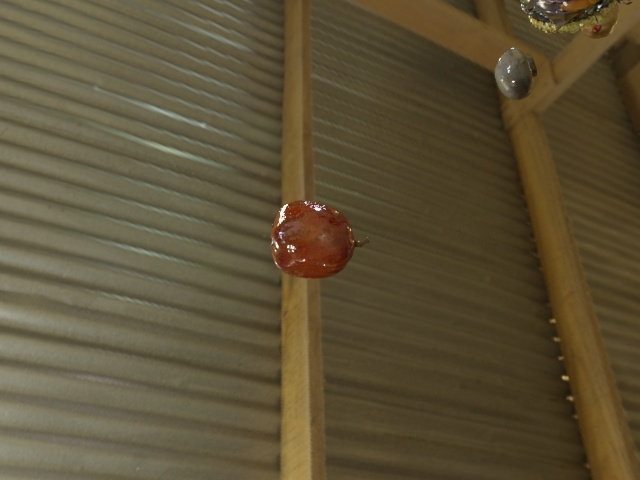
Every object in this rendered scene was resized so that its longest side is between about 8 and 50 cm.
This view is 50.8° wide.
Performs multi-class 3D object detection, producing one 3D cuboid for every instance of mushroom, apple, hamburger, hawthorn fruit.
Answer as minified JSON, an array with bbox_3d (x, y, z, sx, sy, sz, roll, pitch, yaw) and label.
[{"bbox_3d":[0.689,-0.566,2.350,0.188,0.141,0.117,56,-160,-43],"label":"mushroom"},{"bbox_3d":[0.880,-0.700,2.120,0.102,0.126,0.126,10,-133,14],"label":"apple"},{"bbox_3d":[0.619,-0.601,1.643,0.139,0.243,0.262,48,-164,-48],"label":"hamburger"},{"bbox_3d":[0.000,0.000,1.709,0.253,0.205,0.205,2,-126,-1],"label":"hawthorn fruit"}]
